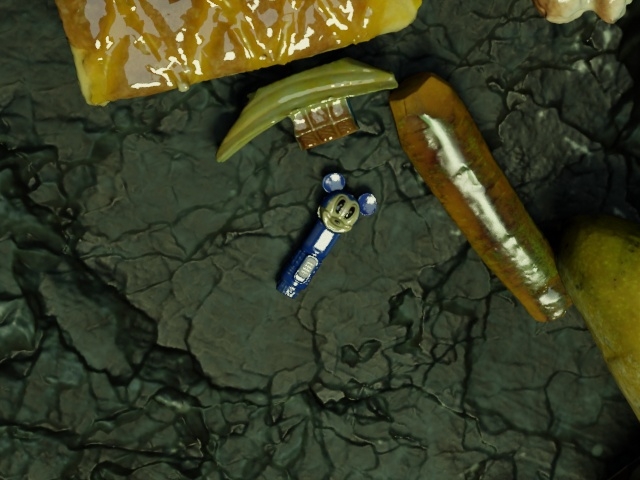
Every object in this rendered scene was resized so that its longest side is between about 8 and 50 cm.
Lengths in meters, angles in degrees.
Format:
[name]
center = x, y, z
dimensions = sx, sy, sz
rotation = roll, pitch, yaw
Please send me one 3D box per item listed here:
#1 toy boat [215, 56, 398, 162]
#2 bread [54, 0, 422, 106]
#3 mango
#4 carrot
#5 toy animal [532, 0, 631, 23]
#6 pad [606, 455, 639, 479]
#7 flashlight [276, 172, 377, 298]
[toy boat]
center = -0.015, -0.113, 1.079
dimensions = 0.172, 0.065, 0.066
rotation = -20, 95, 3
[bread]
center = -0.083, -0.268, 0.960
dimensions = 0.279, 0.207, 0.279
rotation = -11, 103, -7
[mango]
center = 0.342, 0.103, 1.114
dimensions = 0.175, 0.176, 0.329
rotation = -50, 118, -28
[carrot]
center = 0.150, -0.037, 1.124
dimensions = 0.070, 0.070, 0.260
rotation = -37, 107, 1
[toy animal]
center = 0.223, -0.291, 1.060
dimensions = 0.184, 0.104, 0.185
rotation = 39, 99, -17
[pad]
center = 0.356, 0.331, 1.271
dimensions = 0.158, 0.003, 0.235
rotation = -37, 105, 1
[flashlight]
center = 0.000, 0.000, 1.122
dimensions = 0.057, 0.035, 0.121
rotation = 32, 96, -15
